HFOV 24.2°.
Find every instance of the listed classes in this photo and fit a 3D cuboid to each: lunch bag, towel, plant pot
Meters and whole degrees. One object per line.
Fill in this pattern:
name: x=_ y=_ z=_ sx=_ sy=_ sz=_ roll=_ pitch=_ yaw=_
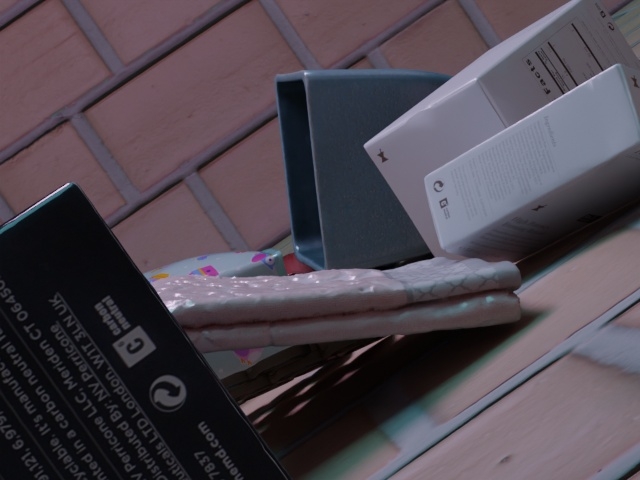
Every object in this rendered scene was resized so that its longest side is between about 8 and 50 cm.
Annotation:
lunch bag: x=-0.151 y=0.099 z=1.848 sx=0.223 sy=0.160 sz=0.262 roll=-17 pitch=6 yaw=-11
towel: x=-0.006 y=0.051 z=1.322 sx=0.317 sy=0.053 sz=0.332 roll=-5 pitch=1 yaw=-5
plant pot: x=0.094 y=-0.103 z=1.879 sx=0.252 sy=0.247 sz=0.248 roll=-8 pitch=6 yaw=-10

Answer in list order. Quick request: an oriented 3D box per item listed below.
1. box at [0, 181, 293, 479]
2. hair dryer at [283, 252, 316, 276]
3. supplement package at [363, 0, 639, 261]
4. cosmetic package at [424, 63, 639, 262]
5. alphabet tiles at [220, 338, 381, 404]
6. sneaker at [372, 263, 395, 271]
box: x=-0.311 y=0.226 z=1.074 sx=0.472 sy=0.297 sz=0.480 roll=-37 pitch=5 yaw=-16
hair dryer: x=0.000 y=0.000 z=2.209 sx=0.223 sy=0.080 sz=0.293 roll=-60 pitch=-1 yaw=41
supplement package: x=0.221 y=-0.121 z=1.644 sx=0.177 sy=0.175 sz=0.293 roll=-28 pitch=7 yaw=44
cosmetic package: x=0.221 y=-0.064 z=1.369 sx=0.117 sy=0.085 sz=0.231 roll=8 pitch=-29 yaw=-46
alphabet tiles: x=-0.065 y=0.144 z=1.489 sx=0.284 sy=0.021 sz=0.278 roll=-25 pitch=-8 yaw=9
sneaker: x=0.054 y=0.018 z=2.080 sx=0.078 sy=0.067 sz=0.188 roll=-28 pitch=7 yaw=-2
